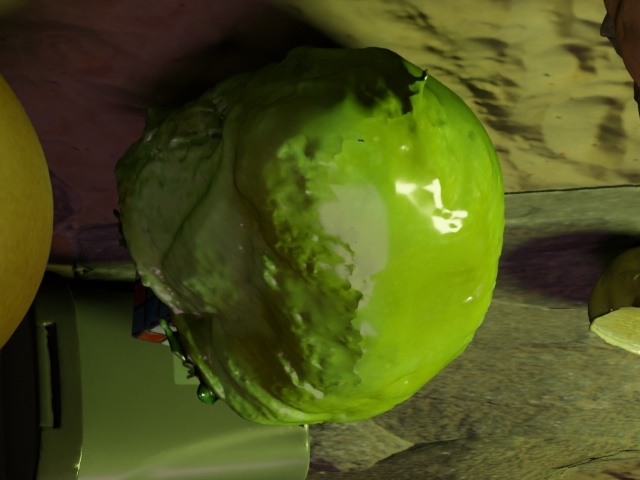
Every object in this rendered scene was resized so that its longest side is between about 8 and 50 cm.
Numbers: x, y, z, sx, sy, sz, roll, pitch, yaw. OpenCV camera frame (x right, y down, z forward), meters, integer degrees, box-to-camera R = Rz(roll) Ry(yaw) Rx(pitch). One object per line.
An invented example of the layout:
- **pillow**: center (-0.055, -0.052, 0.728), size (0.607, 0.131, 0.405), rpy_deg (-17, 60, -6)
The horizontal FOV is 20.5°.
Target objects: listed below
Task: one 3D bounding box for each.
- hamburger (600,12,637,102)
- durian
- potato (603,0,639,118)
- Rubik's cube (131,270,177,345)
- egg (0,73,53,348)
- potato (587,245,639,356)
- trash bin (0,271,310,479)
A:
- **hamburger**: center (0.288, -0.104, 0.910), size (0.192, 0.168, 0.288), rpy_deg (-10, 165, -37)
- **durian**: center (0.000, 0.000, 1.162), size (0.256, 0.204, 0.339), rpy_deg (28, 150, -25)
- **potato**: center (0.196, -0.134, 0.734), size (0.161, 0.128, 0.235), rpy_deg (-21, 144, -27)
- **Rubik's cube**: center (-0.084, 0.030, 1.373), size (0.092, 0.092, 0.092), rpy_deg (15, 154, -30)
- **egg**: center (-0.330, -0.025, 1.014), size (0.351, 0.282, 0.282), rpy_deg (15, 156, -6)
- **potato**: center (0.313, 0.047, 1.411), size (0.200, 0.081, 0.164), rpy_deg (11, 164, -16)
- **trash bin**: center (-0.148, 0.145, 1.520), size (0.250, 0.220, 0.219), rpy_deg (-1, 160, -12)
